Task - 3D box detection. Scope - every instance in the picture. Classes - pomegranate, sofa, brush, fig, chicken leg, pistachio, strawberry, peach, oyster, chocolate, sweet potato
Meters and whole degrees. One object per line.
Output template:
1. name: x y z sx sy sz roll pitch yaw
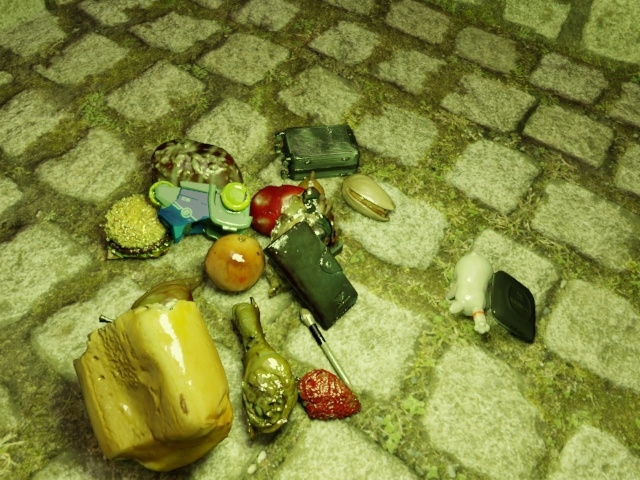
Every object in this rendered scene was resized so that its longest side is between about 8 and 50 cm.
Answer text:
1. pomegranate: -0.267 0.071 1.727 0.191 0.191 0.191 3 52 -3
2. sofa: 0.000 0.000 1.883 0.085 0.060 0.147 -35 63 -27
3. brush: 0.014 0.321 1.646 0.039 0.042 0.299 -31 60 -5
4. fig: -0.026 -0.174 1.974 0.119 0.153 0.119 18 56 -28
5. chicken leg: -0.176 0.333 1.552 0.152 0.202 0.429 -1 43 -26
6. pistachio: 0.171 -0.156 1.984 0.223 0.126 0.152 39 23 22
7. fig: -0.488 0.217 1.580 0.274 0.170 0.145 -5 7 -26
8. strawberry: 0.013 0.425 1.536 0.140 0.085 0.192 -34 64 -30
9. peach: -0.117 -0.096 1.857 0.267 0.159 0.154 3 59 17
10. oyster: -0.075 0.006 1.752 0.221 0.096 0.361 46 75 -16
11. chocolate: -0.444 -0.242 1.938 0.339 0.210 0.225 9 49 2
12. sweet potato: -0.478 0.163 1.707 0.077 0.077 0.243 40 52 23

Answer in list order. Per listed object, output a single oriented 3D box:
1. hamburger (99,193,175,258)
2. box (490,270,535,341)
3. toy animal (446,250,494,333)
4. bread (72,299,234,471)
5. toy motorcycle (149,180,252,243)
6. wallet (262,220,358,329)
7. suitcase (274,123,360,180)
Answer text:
1. hamburger: -0.590 -0.048 1.815 0.261 0.139 0.243 -2 52 -6
2. box: 0.612 0.206 1.734 0.212 0.042 0.201 34 47 -23
3. toy animal: 0.475 0.177 1.749 0.140 0.138 0.283 9 58 11
4. bread: -0.400 0.375 1.398 0.360 0.250 0.395 -30 80 20
5. toy motorcycle: -0.390 -0.081 1.778 0.326 0.191 0.200 6 71 -15
6. wallet: -0.018 0.103 1.696 0.172 0.045 0.318 -39 99 -21
7. suitcase: -0.011 -0.338 2.104 0.311 0.128 0.202 -8 53 -11
